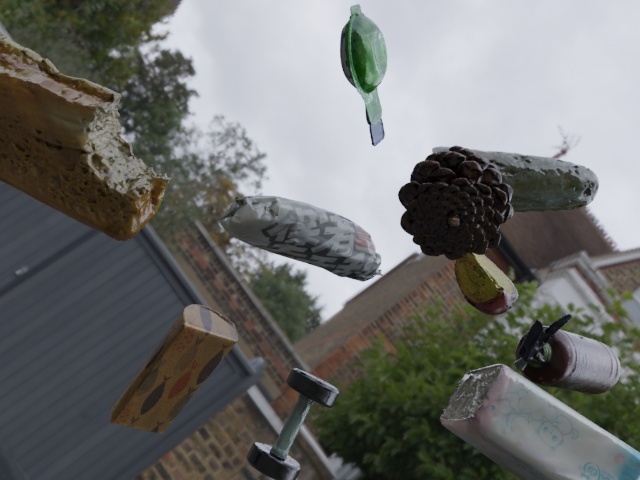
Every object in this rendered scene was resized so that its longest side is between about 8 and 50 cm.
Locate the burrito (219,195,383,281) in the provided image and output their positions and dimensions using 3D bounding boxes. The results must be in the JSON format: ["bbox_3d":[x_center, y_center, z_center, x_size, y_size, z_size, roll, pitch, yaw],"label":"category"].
[{"bbox_3d":[0.000,0.000,1.568,0.445,0.139,0.101,21,44,-40],"label":"burrito"}]

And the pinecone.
[{"bbox_3d":[0.240,-0.074,1.334,0.208,0.208,0.207,49,-17,20],"label":"pinecone"}]

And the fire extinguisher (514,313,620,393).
[{"bbox_3d":[0.425,0.193,1.298,0.344,0.138,0.102,20,27,-48],"label":"fire extinguisher"}]

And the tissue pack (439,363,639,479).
[{"bbox_3d":[0.345,0.316,1.195,0.271,0.124,0.201,34,-17,2],"label":"tissue pack"}]

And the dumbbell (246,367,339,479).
[{"bbox_3d":[-0.050,0.337,1.374,0.100,0.191,0.100,27,-8,4],"label":"dumbbell"}]

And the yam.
[{"bbox_3d":[0.380,-0.116,1.486,0.133,0.330,0.133,3,90,-88],"label":"yam"}]

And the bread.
[{"bbox_3d":[-0.364,-0.155,0.954,0.380,0.109,0.185,27,-60,5],"label":"bread"}]

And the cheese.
[{"bbox_3d":[0.107,-0.381,1.738,0.083,0.204,0.320,-2,-69,23],"label":"cheese"}]

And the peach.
[{"bbox_3d":[0.375,0.102,1.750,0.172,0.092,0.127,44,25,12],"label":"peach"}]

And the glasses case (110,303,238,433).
[{"bbox_3d":[-0.161,0.141,0.814,0.065,0.170,0.041,23,30,-29],"label":"glasses case"}]
